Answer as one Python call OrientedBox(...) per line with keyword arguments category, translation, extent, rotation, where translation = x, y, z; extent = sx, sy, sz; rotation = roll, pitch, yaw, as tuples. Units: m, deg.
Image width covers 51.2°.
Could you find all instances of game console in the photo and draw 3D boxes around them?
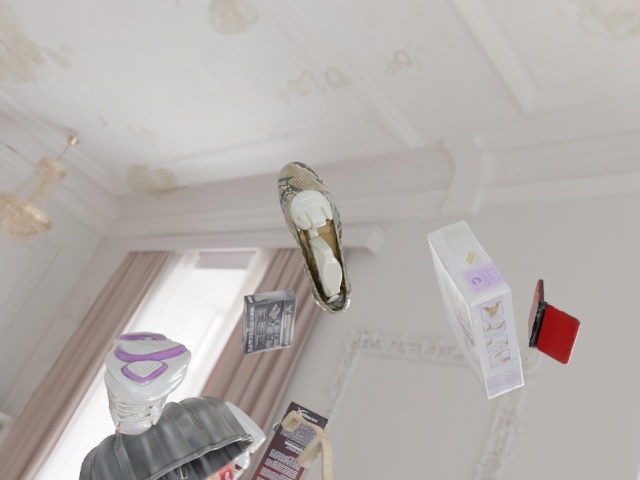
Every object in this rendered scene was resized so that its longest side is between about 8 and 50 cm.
OrientedBox(category="game console", translation=(0.507, 0.176, 1.458), extent=(0.085, 0.124, 0.144), rotation=(7, -49, 11))

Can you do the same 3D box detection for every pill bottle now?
OrientedBox(category="pill bottle", translation=(-0.386, 0.765, 2.293), extent=(0.224, 0.392, 0.224), rotation=(41, -8, 7))

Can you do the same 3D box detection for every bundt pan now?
OrientedBox(category="bundt pan", translation=(-0.294, 0.396, 1.232), extent=(0.124, 0.330, 0.331), rotation=(59, -14, 21))

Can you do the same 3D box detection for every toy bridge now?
OrientedBox(category="toy bridge", translation=(-0.012, 0.348, 1.103), extent=(0.026, 0.063, 0.188), rotation=(32, 12, -33))

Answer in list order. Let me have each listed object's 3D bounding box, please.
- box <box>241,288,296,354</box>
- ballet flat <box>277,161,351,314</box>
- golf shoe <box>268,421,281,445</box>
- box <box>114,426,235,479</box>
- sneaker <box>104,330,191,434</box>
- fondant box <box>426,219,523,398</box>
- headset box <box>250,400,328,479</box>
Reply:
OrientedBox(category="box", translation=(-0.186, 0.291, 2.387), extent=(0.056, 0.183, 0.231), rotation=(-125, -146, -51))
OrientedBox(category="ballet flat", translation=(0.000, 0.000, 1.989), extent=(0.182, 0.164, 0.483), rotation=(-128, -159, -76))
OrientedBox(category="golf shoe", translation=(-0.101, 0.606, 1.873), extent=(0.094, 0.198, 0.077), rotation=(-9, -23, 33))
OrientedBox(category="box", translation=(-0.346, 0.538, 1.535), extent=(0.300, 0.154, 0.142), rotation=(12, 7, 43))
OrientedBox(category="sneaker", translation=(-0.248, 0.214, 0.957), extent=(0.114, 0.152, 0.305), rotation=(3, -4, -14))
OrientedBox(category="fondant box", translation=(0.345, 0.156, 1.479), extent=(0.096, 0.238, 0.330), rotation=(-22, -50, 1))
OrientedBox(category="headset box", translation=(-0.094, 0.580, 1.661), extent=(0.110, 0.293, 0.218), rotation=(24, -30, 11))
